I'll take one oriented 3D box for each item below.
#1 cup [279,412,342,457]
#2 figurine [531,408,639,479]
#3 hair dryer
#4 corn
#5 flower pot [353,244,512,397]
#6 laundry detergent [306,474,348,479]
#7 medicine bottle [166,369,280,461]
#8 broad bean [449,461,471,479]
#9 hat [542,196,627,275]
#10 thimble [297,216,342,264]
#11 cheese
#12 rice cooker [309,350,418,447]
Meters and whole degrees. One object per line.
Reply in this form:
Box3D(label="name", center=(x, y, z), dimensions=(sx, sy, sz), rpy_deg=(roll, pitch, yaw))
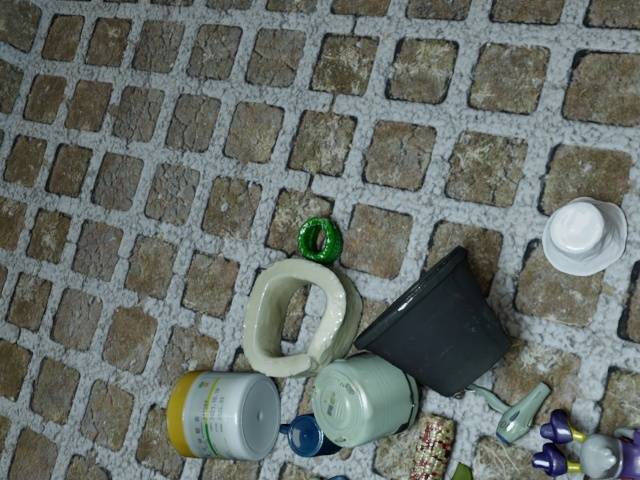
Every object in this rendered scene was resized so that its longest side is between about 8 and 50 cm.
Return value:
Box3D(label="cup", center=(-0.024, 0.514, 1.805), dimensions=(0.150, 0.138, 0.114), rpy_deg=(-27, 68, 20))
Box3D(label="figurine", center=(0.663, 0.455, 1.437), dimensions=(0.420, 0.193, 0.154), rpy_deg=(4, 78, 23))
Box3D(label="hair dryer", center=(0.452, 0.368, 1.656), dimensions=(0.167, 0.067, 0.199), rpy_deg=(-38, 50, 5))
Box3D(label="corn", center=(0.264, 0.550, 1.681), dimensions=(0.086, 0.086, 0.254), rpy_deg=(14, 87, 29))
Box3D(label="flower pot", center=(0.283, 0.212, 1.628), dimensions=(0.379, 0.379, 0.251), rpy_deg=(-43, 85, 13))
Box3D(label="laundry detergent", center=(0.067, 0.686, 1.746), dimensions=(0.289, 0.094, 0.144), rpy_deg=(21, 93, 29))
Box3D(label="medicine bottle", center=(-0.260, 0.475, 1.878), dimensions=(0.231, 0.238, 0.238), rpy_deg=(-5, 77, 26))
Box3D(label="broad bean", center=(0.290, 0.668, 1.599), dimensions=(0.075, 0.067, 0.325), rpy_deg=(-24, 35, 50))
Box3D(label="hat", center=(0.606, -0.019, 1.606), dimensions=(0.203, 0.126, 0.203), rpy_deg=(-5, 80, 29))
Box3D(label="thimble", center=(0.000, 0.000, 1.932), dimensions=(0.118, 0.090, 0.130), rpy_deg=(20, 88, 30))
Box3D(label="cheese", center=(-0.054, 0.223, 1.875), dimensions=(0.292, 0.153, 0.333), rpy_deg=(15, 86, 29))
Box3D(label="rice cooker", center=(0.113, 0.389, 1.711), dimensions=(0.226, 0.244, 0.226), rpy_deg=(11, 104, 49))
